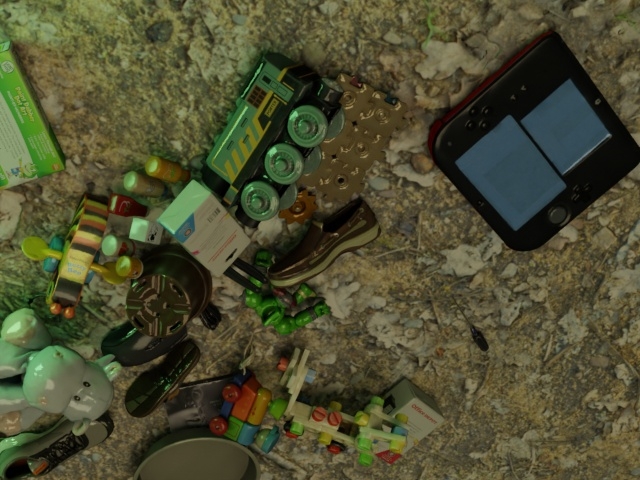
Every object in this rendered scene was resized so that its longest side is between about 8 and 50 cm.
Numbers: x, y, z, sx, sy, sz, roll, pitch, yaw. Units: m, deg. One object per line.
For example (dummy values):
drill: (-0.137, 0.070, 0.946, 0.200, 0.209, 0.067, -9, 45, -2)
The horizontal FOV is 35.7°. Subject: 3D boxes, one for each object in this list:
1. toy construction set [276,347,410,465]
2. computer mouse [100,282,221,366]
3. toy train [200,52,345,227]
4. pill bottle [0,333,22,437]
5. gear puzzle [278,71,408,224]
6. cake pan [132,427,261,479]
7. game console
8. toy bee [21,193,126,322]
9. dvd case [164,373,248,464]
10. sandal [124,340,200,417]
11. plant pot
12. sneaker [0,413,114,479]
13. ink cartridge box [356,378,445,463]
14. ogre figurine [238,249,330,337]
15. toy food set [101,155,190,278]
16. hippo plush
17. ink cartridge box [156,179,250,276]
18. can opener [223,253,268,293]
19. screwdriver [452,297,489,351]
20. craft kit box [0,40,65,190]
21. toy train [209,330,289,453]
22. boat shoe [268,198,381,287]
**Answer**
toy construction set: (0.027, 0.379, 2.179, 0.328, 0.151, 0.215, 35, 152, 2)
computer mouse: (-0.349, 0.168, 2.059, 0.262, 0.060, 0.184, -23, 123, 1)
toy train: (-0.093, -0.185, 1.850, 0.190, 0.142, 0.334, 38, 115, 8)
pill bottle: (-0.629, 0.279, 2.022, 0.123, 0.123, 0.219, 17, 106, -21)
gear puzzle: (0.023, -0.165, 1.957, 0.175, 0.044, 0.339, 22, 116, -23)
cake pan: (-0.284, 0.532, 2.273, 0.293, 0.054, 0.293, -7, 129, -9)
game console: (0.436, -0.184, 2.022, 0.342, 0.060, 0.386, -39, 121, 12)
toy bee: (-0.472, 0.070, 1.917, 0.195, 0.162, 0.298, -1, 120, -14)
dvd case: (-0.258, 0.406, 2.244, 0.164, 0.018, 0.221, -10, 122, -6)
sandal: (-0.332, 0.305, 2.144, 0.219, 0.090, 0.060, -46, 141, 7)
plant pot: (-0.303, 0.107, 1.935, 0.167, 0.165, 0.167, 0, 102, 1)
sneaker: (-0.572, 0.452, 2.153, 0.271, 0.108, 0.100, -23, 120, 0)
ink cartridge box: (0.181, 0.420, 2.310, 0.175, 0.072, 0.127, -41, 126, 12)
ogre figurine: (-0.086, 0.119, 2.068, 0.118, 0.097, 0.197, -46, 131, 2)
toy food set: (-0.331, -0.042, 1.888, 0.104, 0.111, 0.232, 16, 86, -58)
hippo plush: (-0.506, 0.291, 1.874, 0.294, 0.236, 0.234, 40, 77, -40)
ink cartridge box: (-0.218, -0.019, 1.889, 0.104, 0.061, 0.181, -48, 144, -9)
can opener: (-0.187, 0.044, 1.980, 0.186, 0.073, 0.059, 40, 91, 6)
screwdriver: (0.336, 0.187, 2.248, 0.024, 0.025, 0.170, -31, 113, 8)
craft kit box: (-0.621, -0.203, 1.787, 0.247, 0.061, 0.250, -16, 122, 1)
toy train: (-0.129, 0.331, 2.130, 0.143, 0.105, 0.248, 27, 112, 10)
boat shoe: (-0.004, -0.002, 2.002, 0.257, 0.095, 0.095, -31, 117, -20)
